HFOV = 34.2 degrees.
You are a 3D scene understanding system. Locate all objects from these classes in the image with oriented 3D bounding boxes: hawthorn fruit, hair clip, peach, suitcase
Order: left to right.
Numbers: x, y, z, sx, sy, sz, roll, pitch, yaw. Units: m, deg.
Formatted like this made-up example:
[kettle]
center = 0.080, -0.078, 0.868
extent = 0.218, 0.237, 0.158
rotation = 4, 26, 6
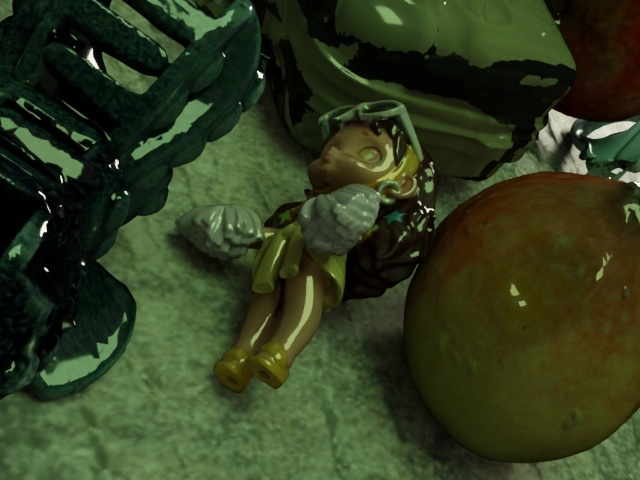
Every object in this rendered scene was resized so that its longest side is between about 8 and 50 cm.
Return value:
[hair clip]
center = -0.166, -0.035, 0.567
extent = 0.194, 0.206, 0.310
rotation = 34, 43, -1
[suitcase]
center = 0.044, -0.235, 0.943
extent = 0.339, 0.194, 0.351
rotation = 8, 50, -33
[peach]
center = 0.170, 0.047, 0.759
extent = 0.233, 0.232, 0.232
rotation = 23, 42, -23
[hawthorn fruit]
center = 0.325, -0.283, 1.154
extent = 0.330, 0.287, 0.287
rotation = -23, 71, -44

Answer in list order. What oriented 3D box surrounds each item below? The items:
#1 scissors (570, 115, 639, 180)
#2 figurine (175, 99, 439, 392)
[scissors]
center = 0.293, -0.071, 1.074
extent = 0.360, 0.191, 0.029
rotation = -37, 121, -38
[figurine]
center = 0.001, 0.000, 0.734
extent = 0.240, 0.175, 0.115
rotation = -47, 119, -41
